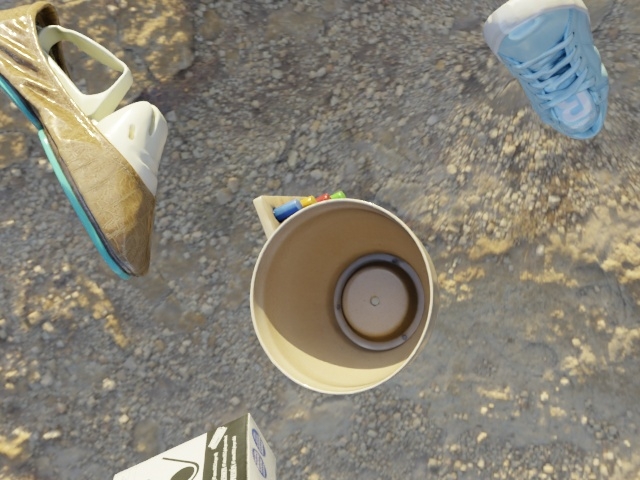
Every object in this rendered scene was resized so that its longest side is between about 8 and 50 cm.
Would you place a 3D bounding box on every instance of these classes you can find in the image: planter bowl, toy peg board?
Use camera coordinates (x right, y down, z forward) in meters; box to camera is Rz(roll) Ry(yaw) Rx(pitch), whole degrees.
[{"bbox_3d":[0.034,0.052,0.669,0.162,0.109,0.162,-4,81,23],"label":"planter bowl"},{"bbox_3d":[0.000,0.000,1.078,0.079,0.161,0.161,-25,82,22],"label":"toy peg board"}]

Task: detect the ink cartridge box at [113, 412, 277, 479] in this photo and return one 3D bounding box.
[{"bbox_3d":[-0.069,0.178,0.388,0.097,0.207,0.046,-26,109,3],"label":"ink cartridge box"}]

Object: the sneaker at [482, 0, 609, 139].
[{"bbox_3d":[0.346,-0.234,1.065,0.135,0.366,0.150,-32,69,25],"label":"sneaker"}]

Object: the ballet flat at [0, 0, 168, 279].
[{"bbox_3d":[-0.232,-0.122,0.758,0.124,0.116,0.342,-35,68,-8],"label":"ballet flat"}]
